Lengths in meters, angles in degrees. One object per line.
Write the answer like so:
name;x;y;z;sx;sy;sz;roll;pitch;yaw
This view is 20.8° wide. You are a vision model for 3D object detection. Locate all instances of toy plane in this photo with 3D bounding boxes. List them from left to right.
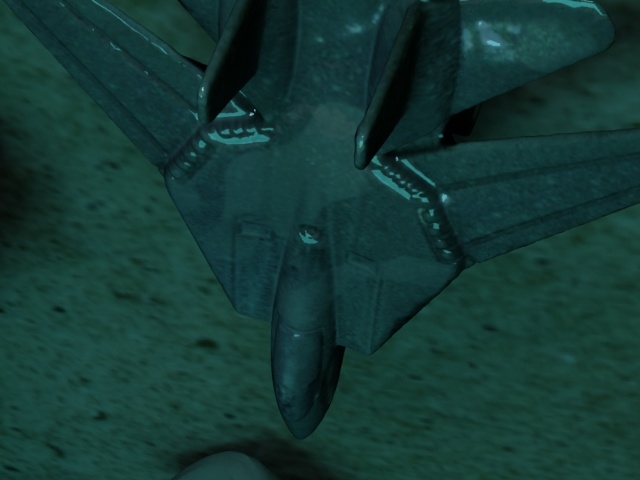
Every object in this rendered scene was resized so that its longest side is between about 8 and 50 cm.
toy plane;0.004;-0.010;0.562;0.212;0.088;0.267;17;155;8

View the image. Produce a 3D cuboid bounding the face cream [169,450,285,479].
face cream;0.020;0.205;0.841;0.101;0.101;0.251;-18;131;45
